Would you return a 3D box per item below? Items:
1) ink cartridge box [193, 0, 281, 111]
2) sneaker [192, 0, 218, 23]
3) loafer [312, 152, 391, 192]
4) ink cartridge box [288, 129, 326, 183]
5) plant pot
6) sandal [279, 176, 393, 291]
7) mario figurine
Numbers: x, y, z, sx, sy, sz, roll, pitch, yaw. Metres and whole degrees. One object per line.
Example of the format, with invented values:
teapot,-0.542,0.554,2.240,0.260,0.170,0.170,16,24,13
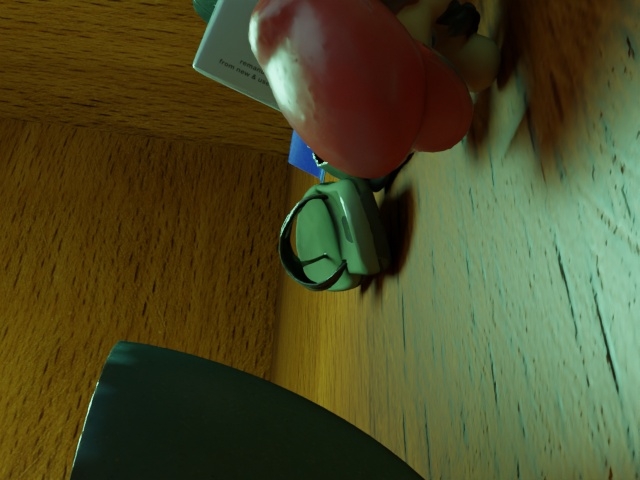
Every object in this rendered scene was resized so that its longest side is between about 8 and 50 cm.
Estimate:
ink cartridge box,0.004,-0.285,0.883,0.226,0.131,0.306,-99,33,-71
sneaker,-0.032,-0.454,1.530,0.257,0.169,0.447,-57,22,-16
loafer,0.039,-0.112,0.918,0.251,0.087,0.094,109,168,-68
ink cartridge box,0.006,-0.234,1.469,0.332,0.065,0.165,-80,2,-46
plant pot,-0.019,0.202,0.454,0.290,0.196,0.290,-173,90,-85
sandal,0.000,-0.002,0.990,0.303,0.086,0.120,133,113,-80
mario figurine,0.077,-0.171,0.624,0.198,0.170,0.320,50,-133,-44
